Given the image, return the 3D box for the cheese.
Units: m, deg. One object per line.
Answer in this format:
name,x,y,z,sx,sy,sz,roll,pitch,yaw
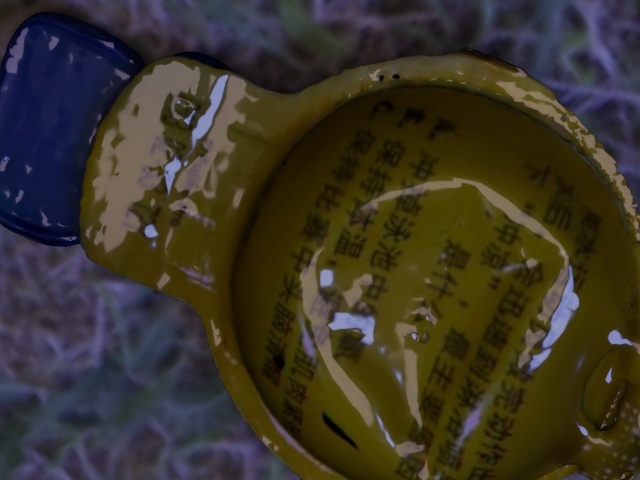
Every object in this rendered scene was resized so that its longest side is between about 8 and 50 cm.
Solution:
cheese,0.000,0.000,0.590,0.250,0.064,0.157,26,102,10
